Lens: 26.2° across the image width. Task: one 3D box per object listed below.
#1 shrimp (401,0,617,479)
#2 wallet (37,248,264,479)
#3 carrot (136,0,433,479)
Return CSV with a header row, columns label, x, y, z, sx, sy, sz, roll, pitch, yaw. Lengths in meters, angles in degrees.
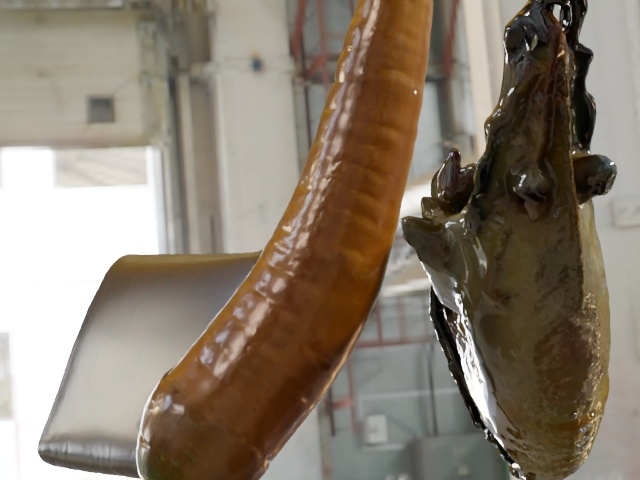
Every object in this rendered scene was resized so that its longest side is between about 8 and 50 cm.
label,x,y,z,sx,sy,sz,roll,pitch,yaw
shrimp,0.057,-0.008,0.512,0.066,0.262,0.117,-27,40,-23
wallet,-0.115,0.090,1.013,0.049,0.182,0.229,31,-20,-33
carrot,0.000,0.000,0.579,0.066,0.271,0.062,29,-1,29
